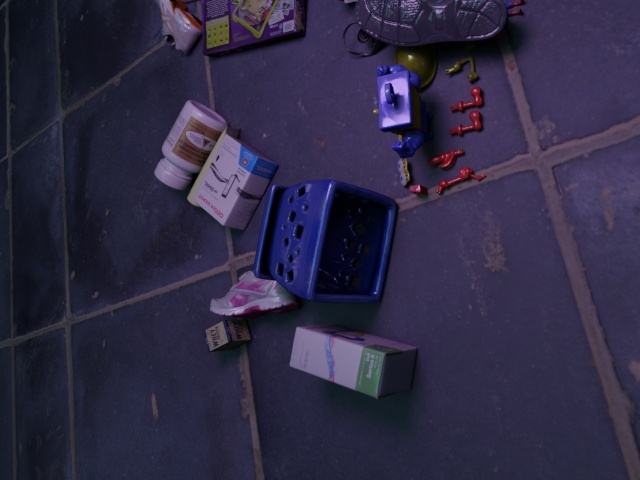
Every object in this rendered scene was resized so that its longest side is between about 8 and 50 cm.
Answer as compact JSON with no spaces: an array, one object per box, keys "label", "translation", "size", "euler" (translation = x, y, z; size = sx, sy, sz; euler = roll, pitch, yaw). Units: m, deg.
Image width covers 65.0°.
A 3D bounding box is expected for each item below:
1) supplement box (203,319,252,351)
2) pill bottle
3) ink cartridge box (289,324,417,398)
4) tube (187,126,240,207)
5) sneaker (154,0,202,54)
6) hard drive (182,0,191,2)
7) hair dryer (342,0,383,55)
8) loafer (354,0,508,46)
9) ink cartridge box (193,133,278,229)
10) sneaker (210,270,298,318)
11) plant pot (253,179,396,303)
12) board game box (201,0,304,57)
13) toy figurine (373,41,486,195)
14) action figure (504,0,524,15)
[{"label":"supplement box","translation":[-0.235,0.242,1.279],"size":[0.083,0.083,0.056],"euler":[-30,68,28]},{"label":"pill bottle","translation":[-0.369,-0.262,1.412],"size":[0.131,0.131,0.229],"euler":[44,108,30]},{"label":"ink cartridge box","translation":[0.067,0.240,1.030],"size":[0.212,0.154,0.093],"euler":[8,88,35]},{"label":"tube","translation":[-0.291,-0.204,1.386],"size":[0.240,0.062,0.070],"euler":[-60,35,15]},{"label":"sneaker","translation":[-0.466,-0.681,1.563],"size":[0.121,0.099,0.262],"euler":[-52,58,22]},{"label":"hard drive","translation":[-0.295,-0.844,1.499],"size":[0.318,0.040,0.211],"euler":[7,88,35]},{"label":"hair dryer","translation":[0.167,-0.524,1.077],"size":[0.293,0.224,0.080],"euler":[1,58,23]},{"label":"loafer","translation":[0.220,-0.445,1.007],"size":[0.302,0.095,0.109],"euler":[14,115,23]},{"label":"ink cartridge box","translation":[-0.227,-0.152,1.327],"size":[0.148,0.085,0.203],"euler":[37,103,32]},{"label":"sneaker","translation":[-0.167,0.131,1.247],"size":[0.252,0.103,0.112],"euler":[-12,73,26]},{"label":"plant pot","translation":[0.000,0.000,1.071],"size":[0.212,0.235,0.236],"euler":[9,89,42]},{"label":"board game box","translation":[-0.192,-0.636,1.373],"size":[0.346,0.056,0.209],"euler":[4,100,35]},{"label":"toy figurine","translation":[0.192,-0.286,0.981],"size":[0.191,0.217,0.363],"euler":[-4,81,34]},{"label":"action figure","translation":[0.348,-0.468,1.016],"size":[0.115,0.030,0.038],"euler":[8,93,37]}]
